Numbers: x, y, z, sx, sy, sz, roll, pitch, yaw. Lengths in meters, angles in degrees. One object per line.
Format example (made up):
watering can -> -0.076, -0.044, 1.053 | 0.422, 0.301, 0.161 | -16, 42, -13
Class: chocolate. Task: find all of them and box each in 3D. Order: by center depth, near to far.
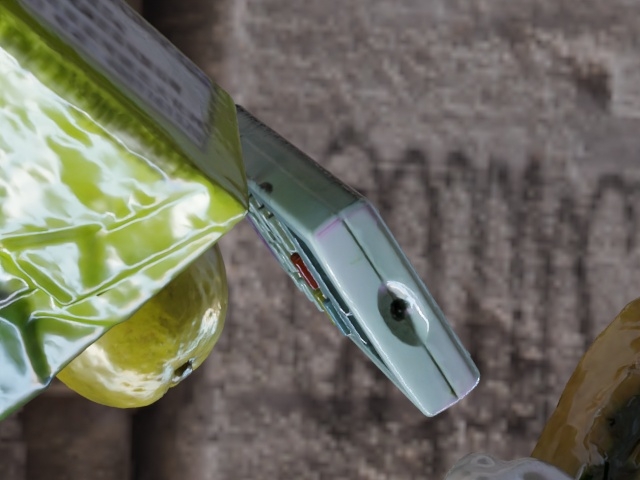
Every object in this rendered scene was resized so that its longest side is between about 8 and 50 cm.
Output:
chocolate -> -0.230, -0.059, 0.957 | 0.288, 0.301, 0.137 | -38, -158, 29

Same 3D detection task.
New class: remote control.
remote control -> -0.001, 0.001, 1.112 | 0.050, 0.145, 0.344 | -35, -160, -5

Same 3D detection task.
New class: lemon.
lemon -> -0.162, 0.030, 1.338 | 0.170, 0.207, 0.170 | -26, 157, -12

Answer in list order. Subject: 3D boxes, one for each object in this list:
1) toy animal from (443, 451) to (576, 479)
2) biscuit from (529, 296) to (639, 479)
toy animal -> 0.069, 0.206, 0.657 | 0.204, 0.208, 0.156 | 25, -157, -6
biscuit -> 0.225, 0.159, 0.840 | 0.287, 0.344, 0.057 | -44, -144, -22
